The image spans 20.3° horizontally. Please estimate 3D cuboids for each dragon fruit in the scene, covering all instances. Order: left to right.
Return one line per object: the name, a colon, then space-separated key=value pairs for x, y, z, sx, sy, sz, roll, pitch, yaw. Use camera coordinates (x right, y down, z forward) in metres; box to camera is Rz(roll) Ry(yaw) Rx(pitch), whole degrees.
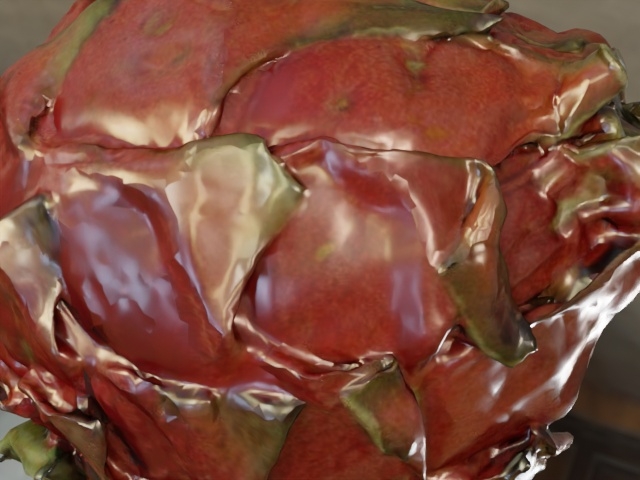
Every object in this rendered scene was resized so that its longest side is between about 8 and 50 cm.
dragon fruit: x=0.000 y=0.000 z=0.690 sx=0.299 sy=0.244 sz=0.244 roll=-9 pitch=163 yaw=11
